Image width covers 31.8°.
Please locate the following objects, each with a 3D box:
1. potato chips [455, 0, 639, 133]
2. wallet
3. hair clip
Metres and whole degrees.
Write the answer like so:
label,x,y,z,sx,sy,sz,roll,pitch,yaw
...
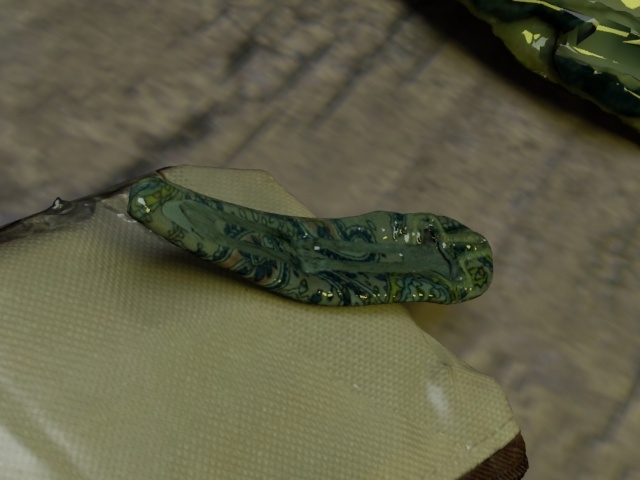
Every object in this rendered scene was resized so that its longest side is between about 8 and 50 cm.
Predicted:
label,x,y,z,sx,sy,sz,roll,pitch,yaw
potato chips,0.218,-0.221,0.860,0.429,0.070,0.358,14,50,-9
wallet,-0.070,0.088,0.549,0.335,0.068,0.275,-25,69,-37
hair clip,-0.001,0.001,0.586,0.229,0.036,0.066,9,50,-35
